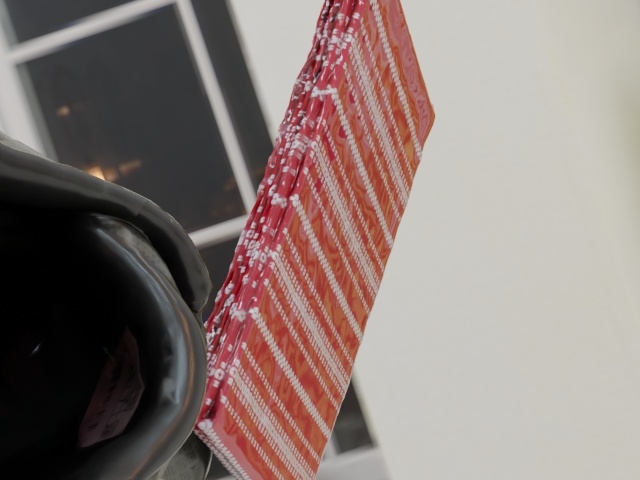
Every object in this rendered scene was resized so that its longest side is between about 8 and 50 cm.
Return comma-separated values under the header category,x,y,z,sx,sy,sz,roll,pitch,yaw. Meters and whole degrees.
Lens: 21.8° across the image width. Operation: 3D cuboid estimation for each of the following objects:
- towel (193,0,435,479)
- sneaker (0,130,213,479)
category,x,y,z,sx,sy,sz,roll,pitch,yaw
towel,0.000,0.000,0.884,0.031,0.275,0.199,12,-21,18
sneaker,-0.131,0.068,0.625,0.202,0.185,0.483,13,-11,18
